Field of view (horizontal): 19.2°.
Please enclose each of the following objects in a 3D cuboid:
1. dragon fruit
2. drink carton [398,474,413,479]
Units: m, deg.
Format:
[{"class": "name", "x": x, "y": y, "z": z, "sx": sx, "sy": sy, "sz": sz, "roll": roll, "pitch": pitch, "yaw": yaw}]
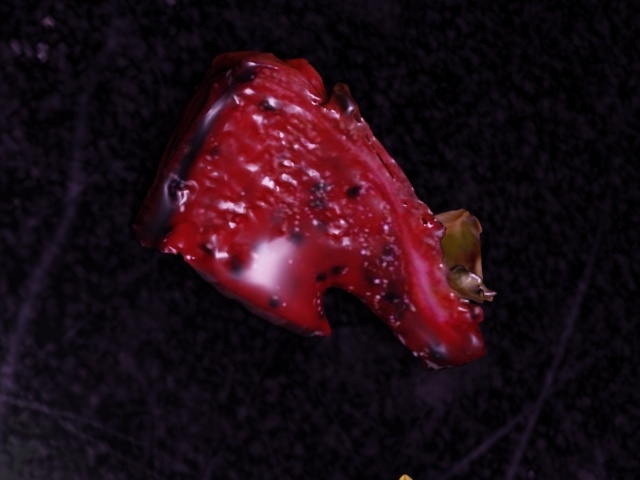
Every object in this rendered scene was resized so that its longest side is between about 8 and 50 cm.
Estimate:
[{"class": "dragon fruit", "x": 0.011, "y": -0.007, "z": 0.907, "sx": 0.192, "sy": 0.092, "sz": 0.122, "roll": 45, "pitch": 58, "yaw": -12}, {"class": "drink carton", "x": 0.096, "y": 0.197, "z": 0.902, "sx": 0.200, "sy": 0.074, "sz": 0.084, "roll": 33, "pitch": 32, "yaw": -18}]
